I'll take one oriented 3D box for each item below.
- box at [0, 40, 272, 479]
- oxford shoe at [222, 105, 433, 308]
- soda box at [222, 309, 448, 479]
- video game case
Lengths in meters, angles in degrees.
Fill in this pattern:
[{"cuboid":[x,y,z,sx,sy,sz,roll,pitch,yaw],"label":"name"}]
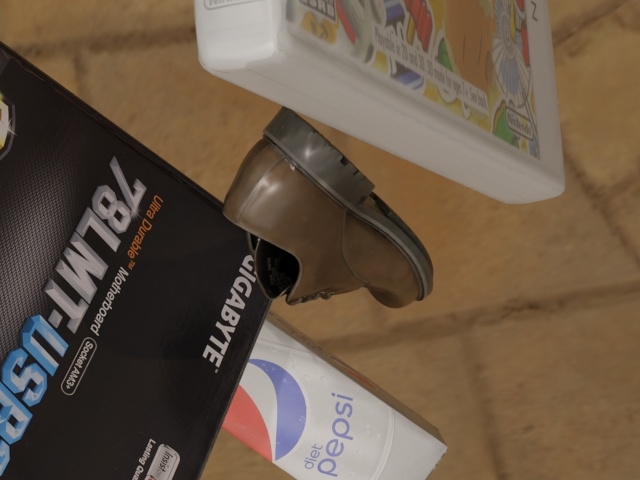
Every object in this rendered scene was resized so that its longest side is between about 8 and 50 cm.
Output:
[{"cuboid":[-0.187,0.040,1.105,0.293,0.073,0.295,35,47,-14],"label":"box"},{"cuboid":[0.000,0.000,1.174,0.096,0.227,0.083,-49,55,0],"label":"oxford shoe"},{"cuboid":[-0.042,0.110,1.463,0.286,0.098,0.091,35,92,-3],"label":"soda box"},{"cuboid":[0.020,-0.126,0.519,0.026,0.227,0.206,-8,80,23],"label":"video game case"}]
